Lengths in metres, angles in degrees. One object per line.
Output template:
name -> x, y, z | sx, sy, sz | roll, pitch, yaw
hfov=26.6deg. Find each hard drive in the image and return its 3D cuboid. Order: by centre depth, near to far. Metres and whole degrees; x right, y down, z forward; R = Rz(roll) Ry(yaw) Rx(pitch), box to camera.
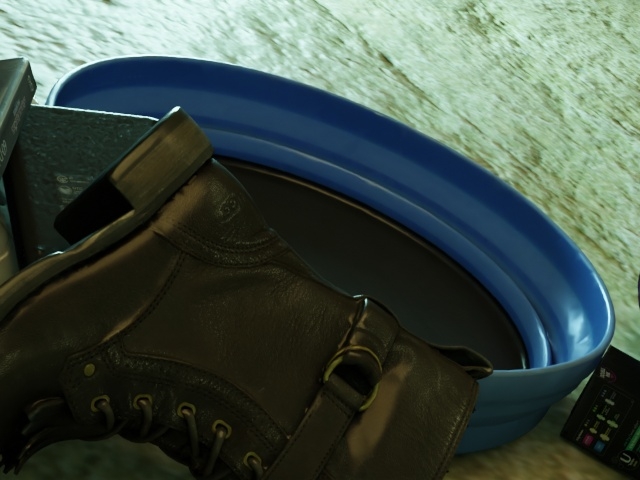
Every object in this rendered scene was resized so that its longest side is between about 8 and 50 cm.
hard drive -> -0.115, -0.023, 0.705 | 0.094, 0.022, 0.135 | 4, 38, -24

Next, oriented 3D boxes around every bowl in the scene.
bowl -> 0.000, 0.000, 0.891 | 0.391, 0.077, 0.391 | 19, 24, -9

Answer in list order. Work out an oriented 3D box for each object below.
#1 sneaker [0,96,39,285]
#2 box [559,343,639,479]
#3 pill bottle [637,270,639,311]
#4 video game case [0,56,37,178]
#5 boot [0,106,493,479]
sneaker -> -0.210, -0.029, 0.748 | 0.115, 0.090, 0.232 | 5, 29, -29
box -> 0.206, 0.116, 0.867 | 0.083, 0.052, 0.062 | 29, 23, 13
pill bottle -> 0.303, 0.035, 0.905 | 0.169, 0.169, 0.301 | 28, 0, 9
video game case -> -0.246, -0.009, 0.611 | 0.196, 0.026, 0.274 | -9, 28, 3
boot -> -0.052, 0.088, 0.605 | 0.229, 0.091, 0.263 | 45, 64, -11
